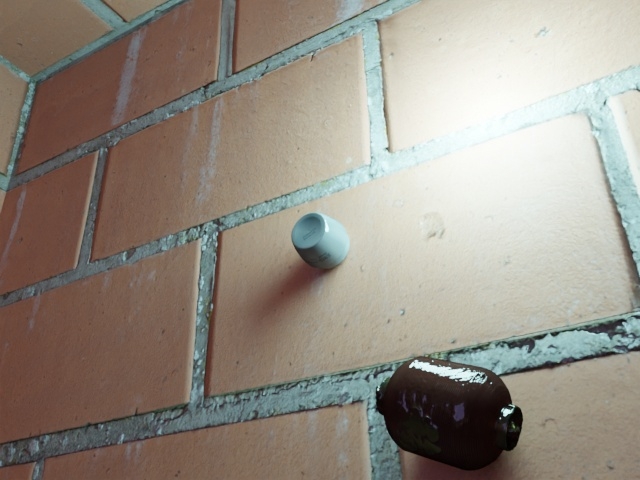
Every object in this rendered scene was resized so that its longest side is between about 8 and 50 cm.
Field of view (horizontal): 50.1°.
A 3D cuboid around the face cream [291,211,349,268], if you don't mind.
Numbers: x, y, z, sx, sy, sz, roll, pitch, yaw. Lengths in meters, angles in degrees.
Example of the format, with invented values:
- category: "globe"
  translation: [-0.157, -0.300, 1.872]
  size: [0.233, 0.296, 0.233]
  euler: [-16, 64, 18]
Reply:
- category: "face cream"
  translation: [0.000, 0.000, 1.518]
  size: [0.117, 0.104, 0.117]
  euler: [-17, 55, 26]

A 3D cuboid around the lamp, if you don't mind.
- category: "lamp"
  translation: [0.219, 0.294, 1.158]
  size: [0.258, 0.180, 0.180]
  euler: [8, 69, 36]
